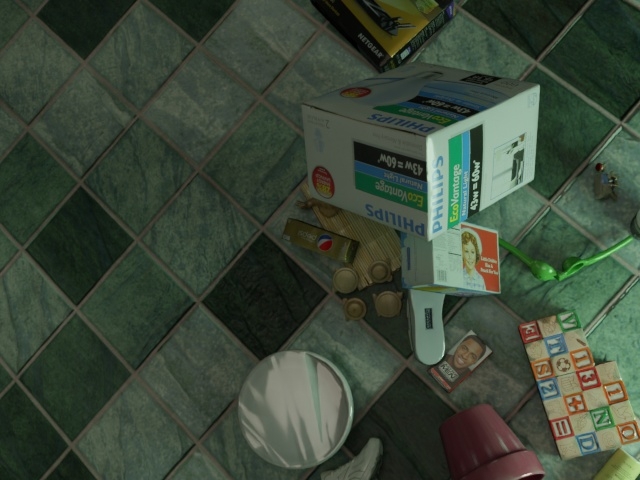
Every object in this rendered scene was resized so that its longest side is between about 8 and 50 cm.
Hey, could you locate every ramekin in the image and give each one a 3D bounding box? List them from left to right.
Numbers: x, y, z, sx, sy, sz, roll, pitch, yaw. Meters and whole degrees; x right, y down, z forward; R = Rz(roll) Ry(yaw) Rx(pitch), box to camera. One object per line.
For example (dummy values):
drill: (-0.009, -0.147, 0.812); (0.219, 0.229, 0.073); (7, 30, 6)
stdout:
ramekin: (-0.046, 0.390, 1.725); (0.272, 0.127, 0.273); (-3, 79, 15)

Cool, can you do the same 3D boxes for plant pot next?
plant pot: (0.351, 0.461, 1.586); (0.201, 0.201, 0.180); (-29, 58, 8)

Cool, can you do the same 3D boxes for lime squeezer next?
lime squeezer: (0.547, 0.042, 1.686); (0.310, 0.059, 0.110); (0, 50, 16)

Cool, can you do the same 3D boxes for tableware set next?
tableware set: (0.112, 0.122, 1.776); (0.168, 0.020, 0.141); (-11, 94, 9)

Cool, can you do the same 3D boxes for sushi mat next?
sushi mat: (0.085, -0.042, 1.830); (0.151, 0.019, 0.317); (-32, 73, 6)

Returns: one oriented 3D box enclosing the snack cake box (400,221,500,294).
snack cake box: (0.290, 0.038, 1.631); (0.089, 0.264, 0.152); (-12, 74, 43)

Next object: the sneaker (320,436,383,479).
sneaker: (0.058, 0.544, 1.691); (0.115, 0.090, 0.232); (28, 87, 21)

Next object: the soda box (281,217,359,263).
soda box: (0.000, 0.000, 1.806); (0.181, 0.061, 0.058); (21, 95, 24)

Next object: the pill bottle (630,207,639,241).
pill bottle: (0.721, -0.041, 1.603); (0.078, 0.137, 0.078); (-3, 79, 14)

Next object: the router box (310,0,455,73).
router box: (0.151, -0.607, 1.887); (0.243, 0.081, 0.309); (-43, 73, 3)

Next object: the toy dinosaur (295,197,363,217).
toy dinosaur: (0.031, -0.103, 1.827); (0.183, 0.053, 0.093); (7, 95, 22)

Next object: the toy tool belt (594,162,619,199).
toy tool belt: (0.655, -0.135, 1.690); (0.051, 0.052, 0.083); (3, 82, -17)

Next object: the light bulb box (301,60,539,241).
light bulb box: (0.211, -0.208, 1.573); (0.357, 0.361, 0.225); (23, 130, 42)

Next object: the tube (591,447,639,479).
tube: (0.590, 0.553, 1.569); (0.240, 0.062, 0.070); (-54, 32, 5)

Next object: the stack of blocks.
stack of blocks: (0.557, 0.305, 1.606); (0.171, 0.087, 0.297); (-18, 76, 10)

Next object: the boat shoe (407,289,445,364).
boat shoe: (0.244, 0.152, 1.717); (0.096, 0.088, 0.268); (-3, 84, -10)

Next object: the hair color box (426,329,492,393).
hair color box: (0.320, 0.278, 1.696); (0.141, 0.043, 0.072); (-44, 72, 2)
